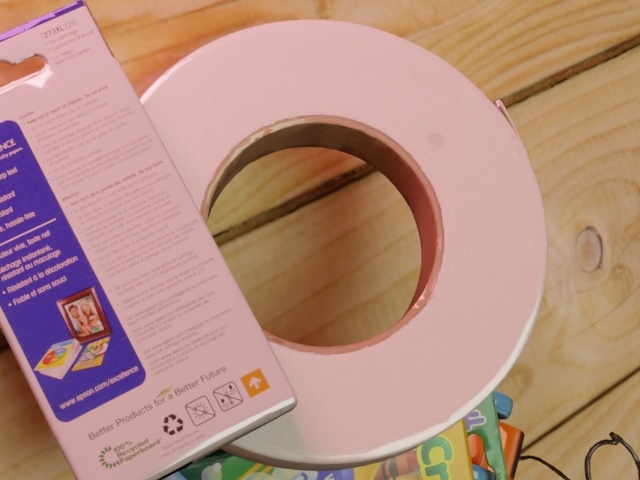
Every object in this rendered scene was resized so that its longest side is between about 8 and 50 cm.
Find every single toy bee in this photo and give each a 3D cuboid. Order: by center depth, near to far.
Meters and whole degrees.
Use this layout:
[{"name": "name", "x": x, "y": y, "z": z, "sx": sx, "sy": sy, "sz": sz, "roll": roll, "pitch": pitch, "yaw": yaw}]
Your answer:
[{"name": "toy bee", "x": 0.136, "y": 0.210, "z": 1.372, "sx": 0.298, "sy": 0.162, "sz": 0.195, "roll": 39, "pitch": 73, "yaw": -4}]

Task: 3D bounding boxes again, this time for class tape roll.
[{"name": "tape roll", "x": 0.000, "y": 0.000, "z": 1.178, "sx": 0.392, "sy": 0.072, "sz": 0.392, "roll": 2, "pitch": 74, "yaw": -7}]

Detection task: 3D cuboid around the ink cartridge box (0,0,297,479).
[{"name": "ink cartridge box", "x": -0.180, "y": 0.009, "z": 1.082, "sx": 0.175, "sy": 0.069, "sz": 0.371, "roll": -27, "pitch": 83, "yaw": -12}]

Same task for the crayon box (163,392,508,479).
[{"name": "crayon box", "x": 0.028, "y": 0.252, "z": 1.225, "sx": 0.323, "sy": 0.083, "sz": 0.203, "roll": -12, "pitch": 97, "yaw": -11}]
